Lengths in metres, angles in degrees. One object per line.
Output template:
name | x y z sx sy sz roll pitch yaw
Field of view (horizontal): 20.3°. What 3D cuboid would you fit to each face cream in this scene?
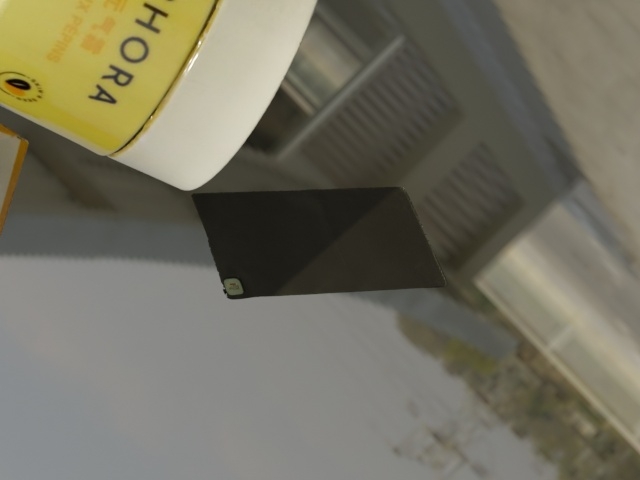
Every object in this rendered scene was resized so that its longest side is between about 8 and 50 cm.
face cream | -0.123 -0.166 1.166 0.179 0.218 0.218 25 -170 -20

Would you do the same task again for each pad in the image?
pad | 0.000 0.000 1.438 0.193 0.004 0.116 -3 -131 -23

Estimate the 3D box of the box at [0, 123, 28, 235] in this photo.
box | -0.371 0.017 1.096 0.214 0.283 0.259 4 164 37
